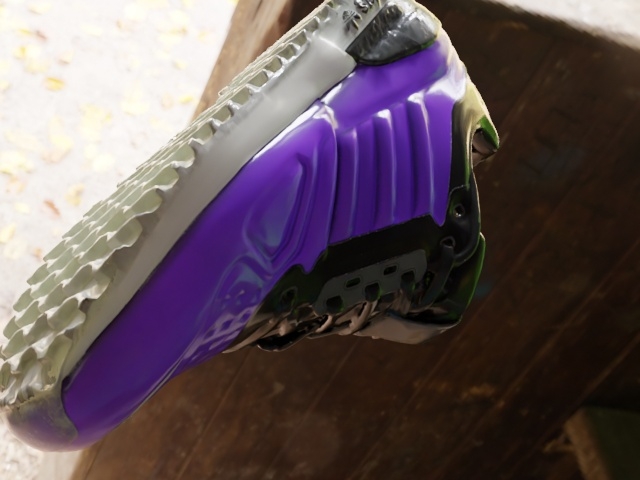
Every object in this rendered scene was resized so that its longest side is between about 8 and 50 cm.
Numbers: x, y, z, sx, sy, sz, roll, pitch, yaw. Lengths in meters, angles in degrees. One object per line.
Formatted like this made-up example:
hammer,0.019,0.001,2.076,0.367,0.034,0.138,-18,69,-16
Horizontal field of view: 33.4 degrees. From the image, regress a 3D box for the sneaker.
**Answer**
sneaker,0.001,0.000,0.448,0.146,0.102,0.293,49,49,-13
